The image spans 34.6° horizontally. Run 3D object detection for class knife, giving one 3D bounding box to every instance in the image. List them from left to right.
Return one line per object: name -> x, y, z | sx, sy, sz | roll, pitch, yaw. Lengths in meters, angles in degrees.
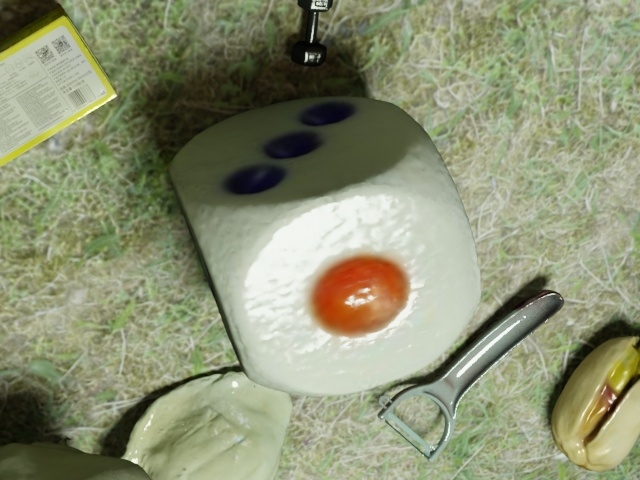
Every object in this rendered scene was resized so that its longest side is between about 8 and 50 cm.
knife -> 0.199, 0.155, 1.342 | 0.278, 0.053, 0.123 | -45, 116, 4

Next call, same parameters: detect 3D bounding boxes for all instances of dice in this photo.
dice -> 0.000, 0.000, 1.083 | 0.259, 0.251, 0.243 | -19, 121, -10

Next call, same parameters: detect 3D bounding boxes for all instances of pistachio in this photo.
pistachio -> 0.394, 0.220, 1.414 | 0.145, 0.117, 0.201 | 5, 110, -63

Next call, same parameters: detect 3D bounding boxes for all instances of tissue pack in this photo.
tissue pack -> -0.302, -0.143, 1.014 | 0.176, 0.062, 0.095 | -32, 119, -2

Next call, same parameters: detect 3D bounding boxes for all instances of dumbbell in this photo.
dumbbell -> -0.009, -0.227, 1.093 | 0.036, 0.040, 0.083 | -18, 125, -46

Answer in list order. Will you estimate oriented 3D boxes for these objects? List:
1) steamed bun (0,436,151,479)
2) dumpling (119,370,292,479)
steamed bun -> -0.357, 0.368, 1.083 | 0.255, 0.367, 0.343 | 18, 75, -27
dumpling -> -0.145, 0.264, 1.239 | 0.179, 0.131, 0.252 | 33, 90, -7
